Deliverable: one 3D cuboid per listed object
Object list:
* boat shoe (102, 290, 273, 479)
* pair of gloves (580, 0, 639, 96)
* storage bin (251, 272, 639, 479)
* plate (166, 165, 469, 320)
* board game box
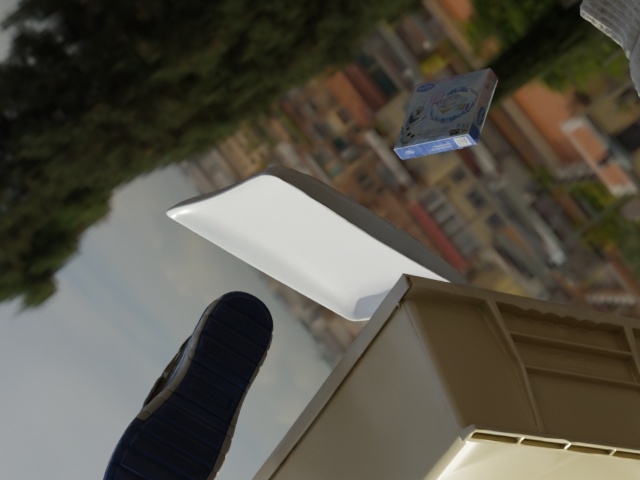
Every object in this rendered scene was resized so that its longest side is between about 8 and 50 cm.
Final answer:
[{"bbox_3d":[-0.089,0.122,1.099,0.066,0.183,0.066,35,156,-5],"label":"boat shoe"},{"bbox_3d":[0.304,-0.211,1.265,0.042,0.240,0.204,4,-138,-37],"label":"pair of gloves"},{"bbox_3d":[0.113,0.172,1.106,0.260,0.262,0.123,11,-141,-32],"label":"storage bin"},{"bbox_3d":[0.000,0.000,1.829,0.277,0.045,0.278,31,159,-21],"label":"plate"},{"bbox_3d":[0.125,-0.126,1.637,0.090,0.090,0.020,-9,137,37],"label":"board game box"}]
